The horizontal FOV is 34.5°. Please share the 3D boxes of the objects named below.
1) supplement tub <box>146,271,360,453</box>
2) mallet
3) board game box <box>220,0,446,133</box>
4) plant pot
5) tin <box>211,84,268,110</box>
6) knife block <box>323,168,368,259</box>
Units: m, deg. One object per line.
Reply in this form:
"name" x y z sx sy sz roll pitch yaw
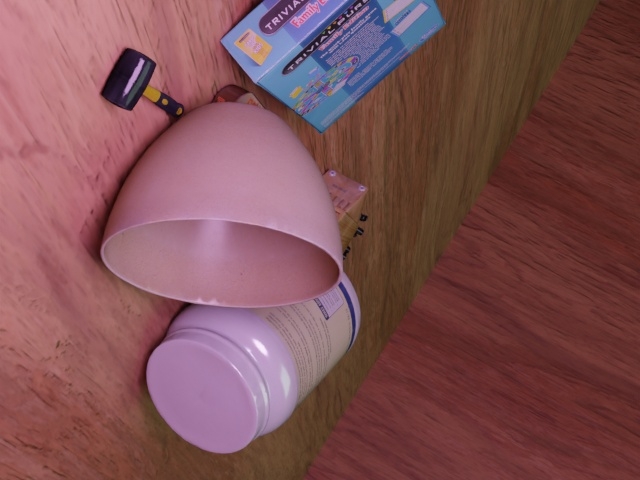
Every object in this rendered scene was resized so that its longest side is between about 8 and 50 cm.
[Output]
"supplement tub" -0.102 0.166 1.646 0.325 0.235 0.235 -42 156 -52
"mallet" -0.193 -0.156 1.156 0.062 0.039 0.189 -59 169 -6
"board game box" 0.031 -0.287 1.408 0.254 0.079 0.336 -41 166 7
"plant pot" -0.110 -0.053 1.244 0.284 0.284 0.191 82 10 -66
"tin" -0.116 -0.149 1.413 0.106 0.040 0.189 -56 165 -3
"knife block" 0.000 0.000 1.964 0.275 0.088 0.242 -46 159 -45
